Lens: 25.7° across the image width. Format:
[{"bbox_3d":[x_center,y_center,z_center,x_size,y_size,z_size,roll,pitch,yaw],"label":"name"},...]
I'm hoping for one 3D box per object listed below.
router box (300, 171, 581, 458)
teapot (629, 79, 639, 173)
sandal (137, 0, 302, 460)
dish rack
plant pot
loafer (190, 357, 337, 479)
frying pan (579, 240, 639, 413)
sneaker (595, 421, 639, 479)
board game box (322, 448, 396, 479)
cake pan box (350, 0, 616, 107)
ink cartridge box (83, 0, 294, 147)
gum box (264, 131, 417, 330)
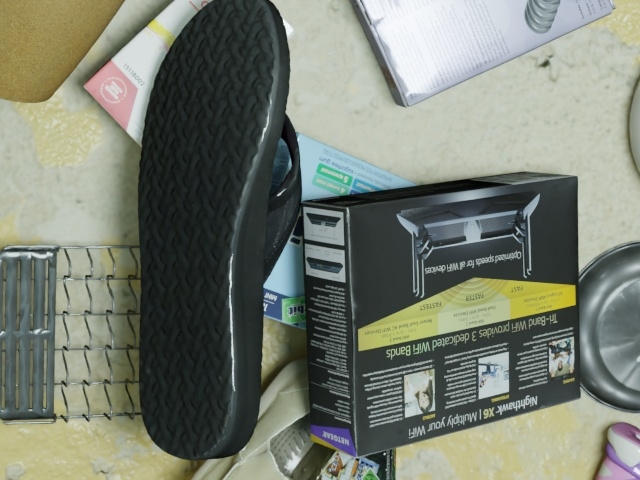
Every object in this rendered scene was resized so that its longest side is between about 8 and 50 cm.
[{"bbox_3d":[0.129,0.065,1.419,0.308,0.081,0.243,-8,100,-35],"label":"router box"},{"bbox_3d":[0.452,-0.121,1.449,0.256,0.187,0.253,13,96,-9],"label":"teapot"},{"bbox_3d":[-0.093,-0.014,1.358,0.107,0.167,0.446,1,97,-52],"label":"sandal"},{"bbox_3d":[-0.209,0.098,1.436,0.271,0.074,0.208,0,98,-17],"label":"dish rack"},{"bbox_3d":[-0.271,-0.269,1.327,0.237,0.237,0.254,19,110,-10],"label":"plant pot"},{"bbox_3d":[-0.057,0.242,1.422,0.102,0.092,0.269,36,80,-28],"label":"loafer"},{"bbox_3d":[0.424,0.088,1.548,0.326,0.053,0.197,-10,100,-3],"label":"frying pan"},{"bbox_3d":[0.401,0.298,1.556,0.236,0.095,0.105,28,100,-6],"label":"sneaker"},{"bbox_3d":[0.011,0.328,1.466,0.136,0.030,0.260,0,75,7],"label":"board game box"},{"bbox_3d":[0.139,-0.304,1.440,0.245,0.070,0.267,-27,101,-5],"label":"cake pan box"},{"bbox_3d":[-0.129,-0.184,1.420,0.198,0.067,0.115,-44,101,0],"label":"ink cartridge box"},{"bbox_3d":[0.000,0.000,1.441,0.157,0.041,0.184,22,88,-32],"label":"gum box"}]
